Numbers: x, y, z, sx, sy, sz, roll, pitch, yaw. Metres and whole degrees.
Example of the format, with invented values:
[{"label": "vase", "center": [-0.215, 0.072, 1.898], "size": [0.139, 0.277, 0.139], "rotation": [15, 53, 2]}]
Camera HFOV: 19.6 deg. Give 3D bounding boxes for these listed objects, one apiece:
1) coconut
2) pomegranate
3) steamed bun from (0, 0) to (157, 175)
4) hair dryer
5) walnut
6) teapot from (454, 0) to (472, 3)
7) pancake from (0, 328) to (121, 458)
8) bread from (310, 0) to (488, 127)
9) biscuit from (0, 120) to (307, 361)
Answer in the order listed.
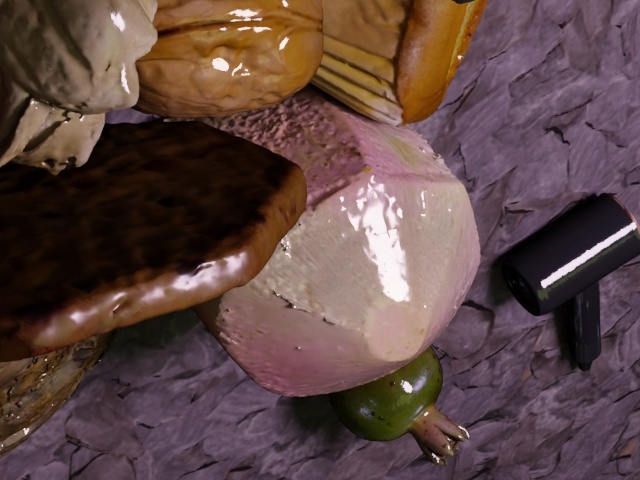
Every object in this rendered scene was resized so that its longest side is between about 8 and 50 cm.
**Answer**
[{"label": "coconut", "center": [0.000, 0.000, 1.404], "size": [0.233, 0.245, 0.233], "rotation": [-24, 136, -26]}, {"label": "pomegranate", "center": [0.074, 0.144, 1.687], "size": [0.114, 0.142, 0.114], "rotation": [-43, 166, -13]}, {"label": "steamed bun", "center": [-0.185, -0.136, 1.184], "size": [0.177, 0.192, 0.106], "rotation": [-62, 166, 26]}, {"label": "hair dryer", "center": [0.250, 0.071, 1.842], "size": [0.128, 0.070, 0.255], "rotation": [-31, 145, -15]}, {"label": "walnut", "center": [-0.085, -0.155, 1.280], "size": [0.180, 0.144, 0.144], "rotation": [-11, 132, -25]}, {"label": "teapot", "center": [0.018, -0.310, 1.060], "size": [0.300, 0.253, 0.344], "rotation": [-49, 114, -17]}, {"label": "pancake", "center": [-0.277, 0.112, 1.345], "size": [0.356, 0.065, 0.356], "rotation": [-30, 159, -13]}, {"label": "bread", "center": [0.077, -0.228, 1.347], "size": [0.152, 0.119, 0.288], "rotation": [-60, 171, -62]}, {"label": "biscuit", "center": [-0.185, -0.004, 1.174], "size": [0.359, 0.359, 0.046], "rotation": [-19, 113, -28]}]
